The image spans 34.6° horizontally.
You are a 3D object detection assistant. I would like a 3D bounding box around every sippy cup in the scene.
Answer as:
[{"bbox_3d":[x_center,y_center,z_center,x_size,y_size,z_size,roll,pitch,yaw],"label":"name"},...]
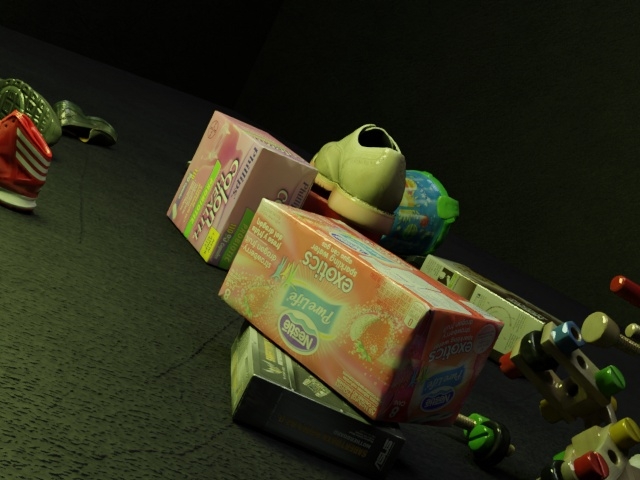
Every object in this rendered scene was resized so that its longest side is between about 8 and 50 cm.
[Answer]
[{"bbox_3d":[0.175,-0.068,2.574,0.224,0.305,0.240,2,49,-53],"label":"sippy cup"}]

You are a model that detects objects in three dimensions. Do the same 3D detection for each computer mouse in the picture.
[{"bbox_3d":[0.201,0.053,2.547,0.242,0.041,0.071,13,-10,-30],"label":"computer mouse"}]

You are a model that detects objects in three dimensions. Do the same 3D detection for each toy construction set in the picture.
[{"bbox_3d":[0.372,0.221,1.290,0.237,0.308,0.257,27,16,-25],"label":"toy construction set"}]

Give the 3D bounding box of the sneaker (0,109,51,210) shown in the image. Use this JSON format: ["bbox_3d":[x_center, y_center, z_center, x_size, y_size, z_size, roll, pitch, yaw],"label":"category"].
[{"bbox_3d":[-0.481,-0.142,1.443,0.221,0.128,0.087,26,8,-10],"label":"sneaker"}]

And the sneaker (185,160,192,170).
[{"bbox_3d":[-0.227,-0.177,2.455,0.084,0.097,0.235,32,10,34],"label":"sneaker"}]

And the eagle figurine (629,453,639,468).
[{"bbox_3d":[0.683,0.380,1.680,0.226,0.225,0.298,-42,99,-39],"label":"eagle figurine"}]

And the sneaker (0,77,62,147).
[{"bbox_3d":[-0.574,-0.252,1.914,0.286,0.109,0.130,32,5,25],"label":"sneaker"}]

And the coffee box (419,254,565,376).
[{"bbox_3d":[0.342,0.154,2.080,0.297,0.118,0.168,32,10,36],"label":"coffee box"}]

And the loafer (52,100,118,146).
[{"bbox_3d":[-0.502,-0.234,2.191,0.170,0.062,0.061,26,45,-46],"label":"loafer"}]

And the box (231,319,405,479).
[{"bbox_3d":[-0.011,0.174,1.182,0.183,0.056,0.231,24,9,-10],"label":"box"}]

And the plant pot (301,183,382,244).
[{"bbox_3d":[0.000,0.000,1.827,0.191,0.174,0.191,26,9,-4],"label":"plant pot"}]

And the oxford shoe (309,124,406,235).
[{"bbox_3d":[0.078,-0.126,1.754,0.141,0.146,0.397,22,12,-17],"label":"oxford shoe"}]

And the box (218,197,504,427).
[{"bbox_3d":[0.040,0.081,1.207,0.154,0.142,0.300,16,13,-48],"label":"box"}]

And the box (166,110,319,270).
[{"bbox_3d":[-0.141,-0.080,1.766,0.117,0.213,0.243,21,11,-31],"label":"box"}]
